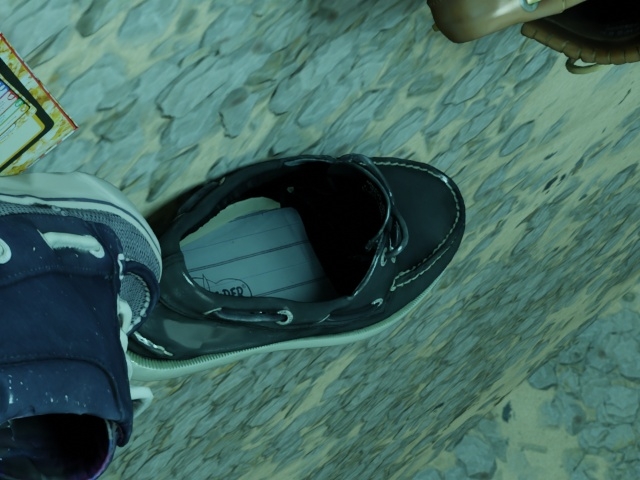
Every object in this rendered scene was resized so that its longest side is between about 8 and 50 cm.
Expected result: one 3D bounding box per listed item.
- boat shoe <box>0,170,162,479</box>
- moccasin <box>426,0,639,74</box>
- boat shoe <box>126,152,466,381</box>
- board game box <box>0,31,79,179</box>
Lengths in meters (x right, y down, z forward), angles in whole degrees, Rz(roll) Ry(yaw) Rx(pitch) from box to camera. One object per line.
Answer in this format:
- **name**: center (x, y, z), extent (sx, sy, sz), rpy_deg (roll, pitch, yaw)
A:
- **boat shoe**: center (-0.134, 0.053, 0.766), extent (0.127, 0.158, 0.340), rpy_deg (-45, 162, 12)
- **moccasin**: center (0.177, -0.163, 1.024), extent (0.139, 0.147, 0.380), rpy_deg (-15, 177, 30)
- **boat shoe**: center (-0.002, -0.003, 1.115), extent (0.340, 0.127, 0.113), rpy_deg (-12, 159, -41)
- **board game box**: center (-0.198, -0.050, 0.729), extent (0.146, 0.045, 0.193), rpy_deg (-40, 162, -5)
